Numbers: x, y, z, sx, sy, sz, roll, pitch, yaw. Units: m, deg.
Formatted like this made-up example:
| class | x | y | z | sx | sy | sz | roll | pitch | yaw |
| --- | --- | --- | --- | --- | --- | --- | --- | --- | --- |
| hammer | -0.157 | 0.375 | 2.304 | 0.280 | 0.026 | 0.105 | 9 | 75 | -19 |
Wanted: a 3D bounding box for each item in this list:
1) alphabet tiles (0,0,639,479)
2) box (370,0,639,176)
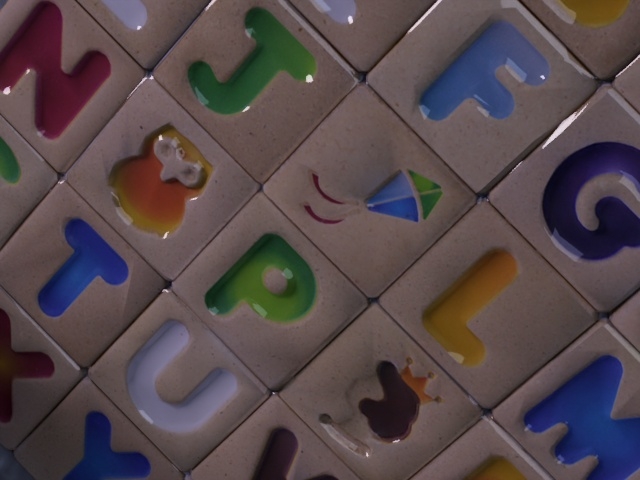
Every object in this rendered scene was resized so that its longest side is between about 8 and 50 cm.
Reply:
| class | x | y | z | sx | sy | sz | roll | pitch | yaw |
| --- | --- | --- | --- | --- | --- | --- | --- | --- | --- |
| alphabet tiles | 0.000 | 0.000 | 0.498 | 0.285 | 0.011 | 0.342 | 46 | 117 | 1 |
| box | 0.046 | -0.145 | 0.530 | 0.290 | 0.087 | 0.169 | 35 | 78 | 8 |
